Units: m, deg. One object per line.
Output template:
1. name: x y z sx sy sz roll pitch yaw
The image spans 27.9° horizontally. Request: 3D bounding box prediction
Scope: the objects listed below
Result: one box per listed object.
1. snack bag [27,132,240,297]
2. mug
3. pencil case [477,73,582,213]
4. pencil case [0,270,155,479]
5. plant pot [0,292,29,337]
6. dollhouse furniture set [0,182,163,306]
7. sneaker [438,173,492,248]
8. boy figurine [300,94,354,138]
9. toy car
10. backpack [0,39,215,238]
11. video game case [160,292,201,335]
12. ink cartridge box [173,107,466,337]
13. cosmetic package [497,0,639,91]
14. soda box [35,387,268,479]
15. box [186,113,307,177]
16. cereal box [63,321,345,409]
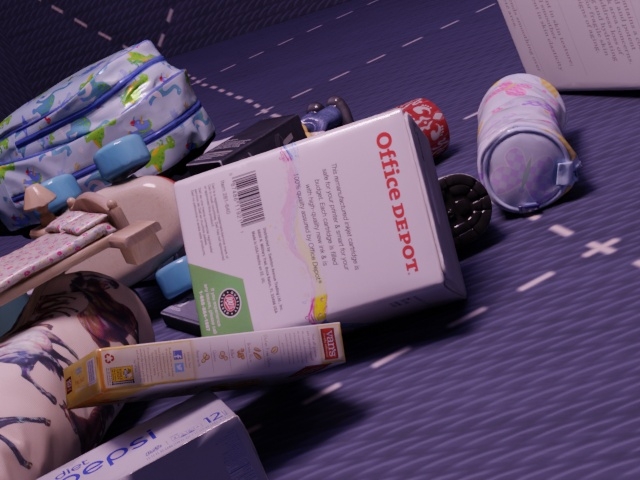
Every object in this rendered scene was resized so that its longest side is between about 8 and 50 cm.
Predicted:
1. snack bag: -0.287 -0.039 2.024 0.343 0.037 0.323 -9 39 38
2. mug: 0.087 -0.138 1.897 0.169 0.113 0.150 -29 20 -29
3. pencil case: 0.263 -0.131 1.654 0.124 0.113 0.273 -10 20 10
4. pencil case: -0.316 0.175 1.347 0.160 0.183 0.410 -26 14 25
5. plant pot: -0.424 0.175 1.530 0.166 0.165 0.234 -20 22 6
6. dollhouse furniture set: -0.396 -0.004 1.412 0.303 0.173 0.356 -32 18 -28
7. sneaker: 0.066 0.008 1.555 0.283 0.107 0.124 -20 3 -4
8. boy figurine: -0.061 -0.145 2.118 0.177 0.092 0.285 -12 21 48
9. toy car: -0.251 -0.010 1.797 0.210 0.219 0.238 -29 -3 11
10. backpack: -0.333 -0.151 1.953 0.356 0.273 0.290 2 24 36
11. video game case: -0.051 0.046 1.665 0.274 0.026 0.196 -32 20 -25
12. ink cartridge box: 0.000 0.000 1.413 0.278 0.201 0.117 -17 -16 16
13. cosmetic package: 0.479 -0.427 1.873 0.327 0.329 0.394 -29 16 -18
14. soda box: -0.193 0.245 1.146 0.286 0.091 0.098 -28 18 -15
15. box: -0.082 -0.076 1.840 0.158 0.156 0.093 -35 20 -33
16. cereal box: -0.116 0.124 1.257 0.240 0.047 0.173 -4 -11 -21
